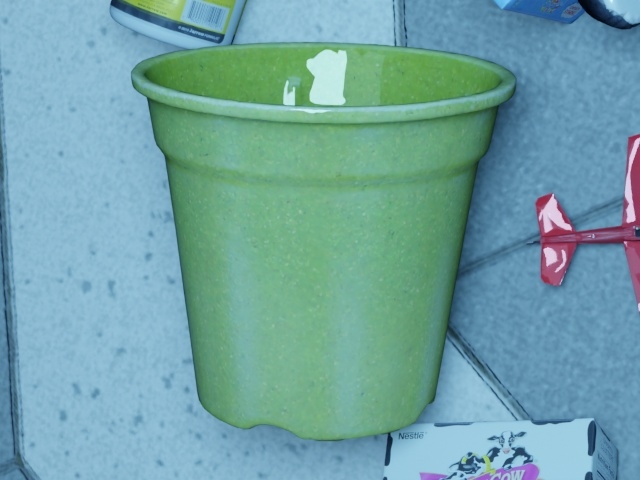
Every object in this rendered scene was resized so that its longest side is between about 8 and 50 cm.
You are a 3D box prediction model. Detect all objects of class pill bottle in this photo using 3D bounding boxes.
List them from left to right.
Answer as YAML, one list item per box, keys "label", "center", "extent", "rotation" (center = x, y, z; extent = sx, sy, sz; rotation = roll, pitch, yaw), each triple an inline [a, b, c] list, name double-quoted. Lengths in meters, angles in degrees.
- label: "pill bottle"
  center: [-0.093, -0.246, 1.413]
  extent: [0.103, 0.103, 0.184]
  rotation: [23, 100, 21]

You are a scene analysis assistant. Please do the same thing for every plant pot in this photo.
- label: "plant pot"
  center: [0.000, 0.000, 1.314]
  extent: [0.276, 0.276, 0.254]
  rotation: [7, 106, 23]

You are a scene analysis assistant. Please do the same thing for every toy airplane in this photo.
- label: "toy airplane"
  center: [0.220, -0.007, 1.324]
  extent: [0.151, 0.028, 0.151]
  rotation: [0, 90, 24]

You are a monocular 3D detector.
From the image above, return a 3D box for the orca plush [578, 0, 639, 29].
- label: "orca plush"
  center: [0.223, -0.291, 1.277]
  extent: [0.102, 0.151, 0.287]
  rotation: [11, 96, 56]

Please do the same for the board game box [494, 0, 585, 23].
- label: "board game box"
  center: [0.103, -0.250, 1.296]
  extent: [0.039, 0.160, 0.211]
  rotation: [-44, 75, 20]

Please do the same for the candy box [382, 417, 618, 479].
- label: "candy box"
  center: [0.125, 0.233, 1.308]
  extent: [0.164, 0.070, 0.196]
  rotation: [-5, 62, 24]
